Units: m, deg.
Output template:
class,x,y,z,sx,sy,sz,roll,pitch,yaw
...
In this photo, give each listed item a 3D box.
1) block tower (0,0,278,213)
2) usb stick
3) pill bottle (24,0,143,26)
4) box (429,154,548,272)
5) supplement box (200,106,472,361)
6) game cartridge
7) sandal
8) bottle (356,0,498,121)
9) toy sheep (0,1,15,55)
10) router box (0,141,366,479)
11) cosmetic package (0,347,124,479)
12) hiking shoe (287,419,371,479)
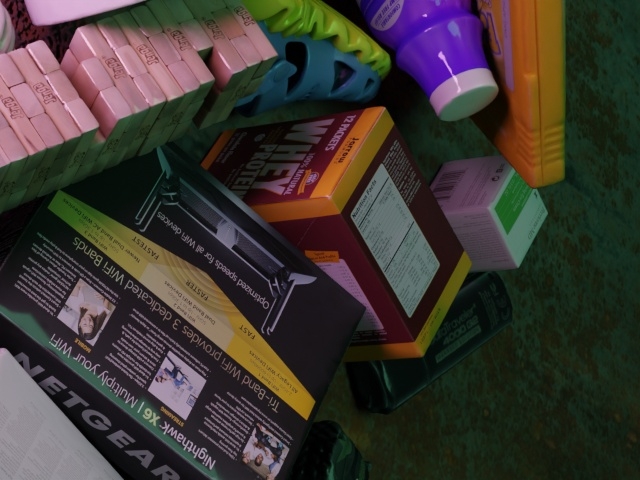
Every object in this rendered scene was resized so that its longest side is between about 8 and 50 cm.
class,x,y,z,sx,sy,sz,roll,pitch,yaw
block tower,-0.195,-0.107,1.566,0.335,0.091,0.097,-24,72,-35
usb stick,0.122,0.104,2.090,0.278,0.045,0.077,-30,102,-51
pill bottle,-0.205,-0.391,1.577,0.229,0.229,0.408,-29,108,-51
box,0.173,-0.028,2.130,0.087,0.102,0.101,62,40,-29
supplement box,0.000,0.000,1.820,0.194,0.191,0.129,60,43,-29
game cartridge,0.165,-0.255,1.978,0.052,0.285,0.324,-14,125,-15
sandal,-0.046,-0.177,1.873,0.138,0.126,0.317,-57,150,9
bottle,0.090,-0.253,1.963,0.092,0.118,0.283,-10,66,-35
toy sheep,-0.289,-0.165,1.552,0.132,0.091,0.091,50,45,-62
router box,-0.131,0.064,1.655,0.309,0.081,0.243,41,51,-18
cosmetic package,-0.228,0.201,1.594,0.239,0.060,0.099,54,45,-33
hiking shoe,0.008,0.290,1.875,0.114,0.086,0.227,40,53,-38
